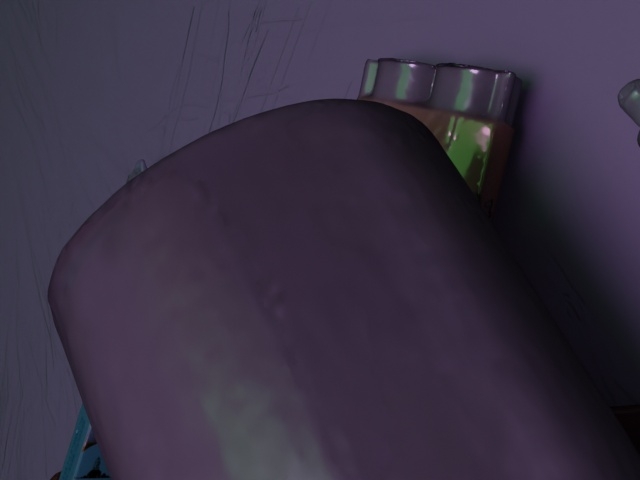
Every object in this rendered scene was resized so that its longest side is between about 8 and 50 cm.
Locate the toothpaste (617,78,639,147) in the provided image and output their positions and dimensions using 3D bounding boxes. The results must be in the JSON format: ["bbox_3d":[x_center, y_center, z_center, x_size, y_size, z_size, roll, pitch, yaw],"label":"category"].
[{"bbox_3d":[0.299,-0.022,0.595,0.067,0.037,0.255,-44,59,24],"label":"toothpaste"}]

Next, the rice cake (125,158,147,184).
[{"bbox_3d":[-0.224,0.004,1.083,0.069,0.063,0.207,-16,72,48],"label":"rice cake"}]

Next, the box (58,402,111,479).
[{"bbox_3d":[-0.212,0.239,0.971,0.041,0.162,0.229,32,108,48],"label":"box"}]

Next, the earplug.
[{"bbox_3d":[0.036,0.152,0.529,0.312,0.312,0.394,-47,58,30],"label":"earplug"}]

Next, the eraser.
[{"bbox_3d":[0.085,-0.016,0.768,0.171,0.087,0.291,18,97,43],"label":"eraser"}]

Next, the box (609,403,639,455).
[{"bbox_3d":[0.185,0.241,0.636,0.215,0.086,0.215,-17,74,42],"label":"box"}]

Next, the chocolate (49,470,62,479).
[{"bbox_3d":[-0.347,0.418,1.128,0.148,0.093,0.214,44,115,37],"label":"chocolate"}]
